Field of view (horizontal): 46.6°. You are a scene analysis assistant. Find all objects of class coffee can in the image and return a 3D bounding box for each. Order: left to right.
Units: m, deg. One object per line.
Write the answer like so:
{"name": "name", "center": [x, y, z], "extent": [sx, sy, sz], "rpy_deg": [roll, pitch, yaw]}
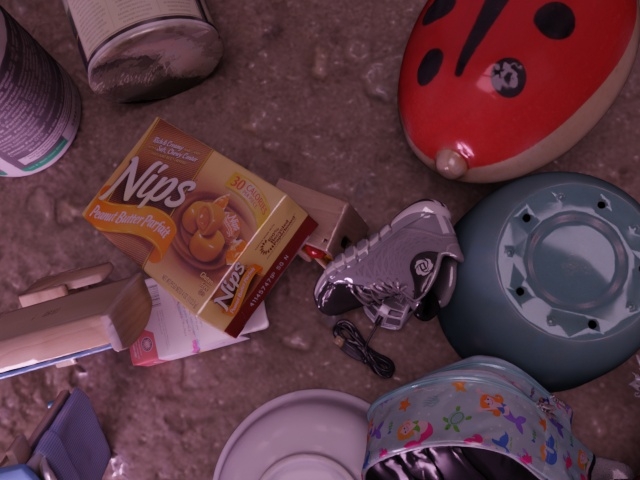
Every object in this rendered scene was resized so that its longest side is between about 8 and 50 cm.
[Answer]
{"name": "coffee can", "center": [-0.281, -0.371, 1.091], "extent": [0.201, 0.201, 0.276], "rpy_deg": [-22, 78, 0]}

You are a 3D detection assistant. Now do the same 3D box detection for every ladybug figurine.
{"name": "ladybug figurine", "center": [0.256, -0.274, 0.993], "extent": [0.305, 0.162, 0.450], "rpy_deg": [13, 63, 28]}

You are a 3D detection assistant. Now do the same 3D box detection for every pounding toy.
{"name": "pounding toy", "center": [0.000, 0.000, 1.040], "extent": [0.130, 0.141, 0.100], "rpy_deg": [22, 81, 23]}

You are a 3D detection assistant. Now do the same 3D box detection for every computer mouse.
{"name": "computer mouse", "center": [0.102, 0.088, 1.050], "extent": [0.106, 0.042, 0.193], "rpy_deg": [32, 89, 15]}

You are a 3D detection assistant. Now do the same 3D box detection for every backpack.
{"name": "backpack", "center": [0.179, 0.252, 0.882], "extent": [0.253, 0.225, 0.191], "rpy_deg": [33, 45, -28]}

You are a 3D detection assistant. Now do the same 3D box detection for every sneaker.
{"name": "sneaker", "center": [0.086, 0.060, 0.939], "extent": [0.228, 0.086, 0.132], "rpy_deg": [-42, 48, 28]}

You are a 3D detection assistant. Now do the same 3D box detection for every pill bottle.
{"name": "pill bottle", "center": [-0.485, -0.229, 0.999], "extent": [0.204, 0.361, 0.204], "rpy_deg": [-1, 79, 4]}

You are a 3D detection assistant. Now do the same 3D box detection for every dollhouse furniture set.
{"name": "dollhouse furniture set", "center": [-0.278, 0.210, 0.973], "extent": [0.198, 0.286, 0.304], "rpy_deg": [-15, 107, 7]}

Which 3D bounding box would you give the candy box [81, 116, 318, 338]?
{"name": "candy box", "center": [-0.172, -0.029, 0.998], "extent": [0.316, 0.087, 0.183], "rpy_deg": [32, 83, 42]}

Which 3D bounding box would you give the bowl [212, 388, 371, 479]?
{"name": "bowl", "center": [-0.012, 0.343, 0.961], "extent": [0.297, 0.134, 0.298], "rpy_deg": [-1, 78, 5]}

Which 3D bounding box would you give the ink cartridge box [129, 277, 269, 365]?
{"name": "ink cartridge box", "center": [-0.173, 0.099, 1.057], "extent": [0.198, 0.067, 0.115], "rpy_deg": [-15, 78, 3]}

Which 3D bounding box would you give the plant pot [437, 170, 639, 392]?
{"name": "plant pot", "center": [0.297, 0.044, 0.941], "extent": [0.292, 0.235, 0.293], "rpy_deg": [-1, 78, 5]}

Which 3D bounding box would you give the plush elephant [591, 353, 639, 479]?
{"name": "plush elephant", "center": [0.430, 0.328, 0.865], "extent": [0.330, 0.272, 0.255], "rpy_deg": [42, 94, 10]}
